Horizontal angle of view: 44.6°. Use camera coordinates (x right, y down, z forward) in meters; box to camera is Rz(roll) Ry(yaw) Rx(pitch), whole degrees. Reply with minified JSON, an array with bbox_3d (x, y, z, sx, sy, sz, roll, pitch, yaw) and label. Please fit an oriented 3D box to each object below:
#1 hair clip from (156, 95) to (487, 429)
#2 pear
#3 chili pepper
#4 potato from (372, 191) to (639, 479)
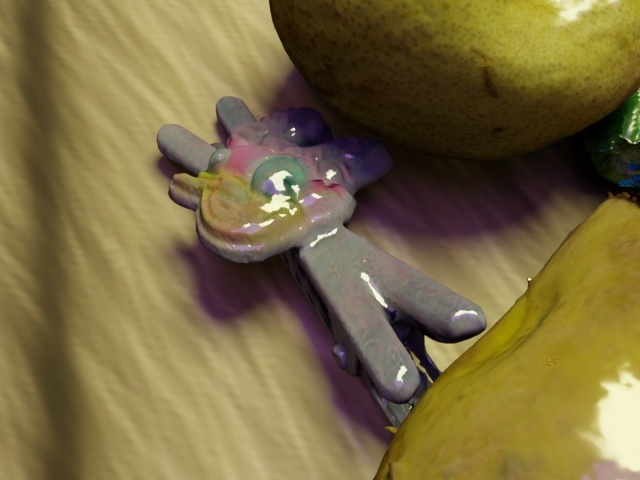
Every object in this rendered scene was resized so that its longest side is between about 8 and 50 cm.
[{"bbox_3d":[0.003,-0.004,0.478,0.137,0.090,0.278,-32,69,-19],"label":"hair clip"},{"bbox_3d":[0.083,-0.148,0.476,0.229,0.211,0.188,26,84,-19],"label":"pear"},{"bbox_3d":[0.229,-0.141,0.542,0.098,0.061,0.224,7,66,11],"label":"chili pepper"},{"bbox_3d":[0.127,0.142,0.358,0.266,0.229,0.229,-42,71,1],"label":"potato"}]
